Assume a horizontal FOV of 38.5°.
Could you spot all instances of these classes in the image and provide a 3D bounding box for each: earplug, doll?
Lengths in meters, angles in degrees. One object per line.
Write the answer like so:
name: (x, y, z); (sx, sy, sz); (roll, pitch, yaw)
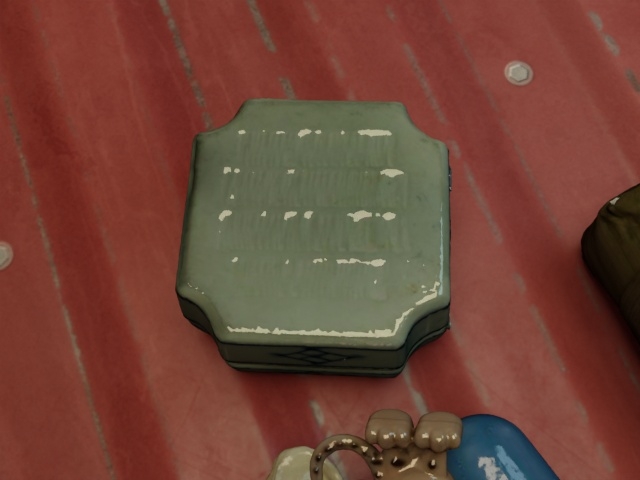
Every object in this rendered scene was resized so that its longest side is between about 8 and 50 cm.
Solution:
earplug: (0.205, 0.291, 0.881); (0.132, 0.132, 0.273); (-29, 67, -10)
doll: (0.081, 0.290, 0.836); (0.154, 0.119, 0.278); (-8, 102, 13)

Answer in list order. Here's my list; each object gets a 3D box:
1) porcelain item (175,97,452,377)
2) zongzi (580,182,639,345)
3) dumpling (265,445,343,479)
porcelain item: (0.000, 0.000, 0.979); (0.285, 0.157, 0.282); (0, 67, 2)
zongzi: (0.564, 0.088, 0.874); (0.466, 0.218, 0.500); (-23, 66, 2)
dumpling: (-0.006, 0.295, 0.896); (0.134, 0.100, 0.169); (14, 71, -7)
